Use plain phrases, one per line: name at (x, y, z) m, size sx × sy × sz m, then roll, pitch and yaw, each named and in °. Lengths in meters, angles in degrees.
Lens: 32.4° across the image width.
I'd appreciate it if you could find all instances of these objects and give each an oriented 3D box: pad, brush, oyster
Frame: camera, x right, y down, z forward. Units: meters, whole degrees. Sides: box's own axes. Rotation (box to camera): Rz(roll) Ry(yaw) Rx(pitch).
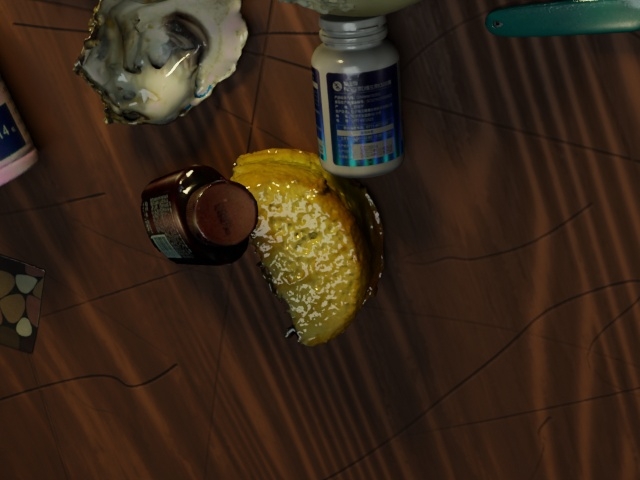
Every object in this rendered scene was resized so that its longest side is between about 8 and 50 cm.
pad at (-0.531, 0.073, 1.655) m, size 0.235 × 0.003 × 0.158 m, roll 18°, pitch 118°, yaw 5°
brush at (0.287, -0.261, 1.277) m, size 0.193 × 0.032 × 0.043 m, roll 2°, pitch 121°, yaw 27°
oyster at (-0.194, -0.241, 1.361) m, size 0.223 × 0.083 × 0.214 m, roll -20°, pitch 144°, yaw -3°

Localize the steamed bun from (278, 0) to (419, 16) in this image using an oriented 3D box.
steamed bun at (0.045, -0.405, 1.148) m, size 0.312 × 0.233 × 0.334 m, roll -25°, pitch 108°, yaw 24°

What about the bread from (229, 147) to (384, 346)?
bread at (-0.001, -0.005, 1.401) m, size 0.147 × 0.160 × 0.260 m, roll -19°, pitch 103°, yaw 15°

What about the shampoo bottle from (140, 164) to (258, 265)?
shampoo bottle at (-0.150, -0.029, 1.343) m, size 0.084 × 0.323 × 0.129 m, roll -24°, pitch 95°, yaw -17°

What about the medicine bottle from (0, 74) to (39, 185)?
medicine bottle at (-0.488, -0.189, 1.432) m, size 0.152 × 0.152 × 0.254 m, roll -15°, pitch 111°, yaw 20°

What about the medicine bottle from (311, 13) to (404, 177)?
medicine bottle at (0.045, -0.179, 1.329) m, size 0.107 × 0.107 × 0.191 m, roll 1°, pitch 116°, yaw 13°
